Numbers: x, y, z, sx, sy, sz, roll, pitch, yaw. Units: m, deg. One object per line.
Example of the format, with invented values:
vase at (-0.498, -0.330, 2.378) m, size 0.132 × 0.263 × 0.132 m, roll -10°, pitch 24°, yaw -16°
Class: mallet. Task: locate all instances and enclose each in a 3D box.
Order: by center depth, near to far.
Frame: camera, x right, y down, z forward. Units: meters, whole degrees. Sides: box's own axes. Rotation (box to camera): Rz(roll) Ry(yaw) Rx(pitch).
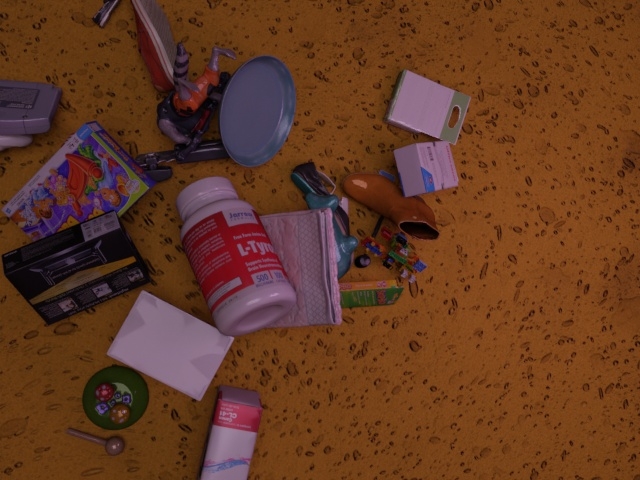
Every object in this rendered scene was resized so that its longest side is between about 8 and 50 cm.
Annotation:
mallet at (0.156, 0.001, 1.963) m, size 0.039 × 0.062 × 0.189 m, roll 27°, pitch 69°, yaw -9°

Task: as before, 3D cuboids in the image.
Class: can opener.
can opener at (-0.399, -0.233, 1.865) m, size 0.284 × 0.076 × 0.095 m, roll -8°, pitch 122°, yaw -10°

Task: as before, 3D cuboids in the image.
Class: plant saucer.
plant saucer at (-0.185, -0.369, 1.814) m, size 0.044 × 0.317 × 0.317 m, roll 21°, pitch 83°, yaw 32°

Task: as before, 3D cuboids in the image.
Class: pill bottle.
pill bottle at (-0.246, 0.037, 1.745) m, size 0.229 × 0.229 × 0.407 m, roll -24°, pitch 69°, yaw -10°

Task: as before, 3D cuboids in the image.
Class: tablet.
tablet at (0.195, -0.173, 1.986) m, size 0.054 × 0.006 × 0.083 m, roll 25°, pitch 85°, yaw -8°

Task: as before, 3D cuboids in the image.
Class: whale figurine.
whale figurine at (0.000, 0.000, 1.831) m, size 0.216 × 0.141 × 0.272 m, roll 10°, pitch 117°, yaw 21°

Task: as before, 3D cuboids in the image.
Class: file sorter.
file sorter at (-0.412, 0.284, 1.780) m, size 0.278 × 0.173 × 0.192 m, roll 29°, pitch 84°, yaw -7°

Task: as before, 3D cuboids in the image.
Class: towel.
towel at (-0.086, 0.084, 1.802) m, size 0.053 × 0.317 × 0.331 m, roll -4°, pitch 87°, yaw -50°

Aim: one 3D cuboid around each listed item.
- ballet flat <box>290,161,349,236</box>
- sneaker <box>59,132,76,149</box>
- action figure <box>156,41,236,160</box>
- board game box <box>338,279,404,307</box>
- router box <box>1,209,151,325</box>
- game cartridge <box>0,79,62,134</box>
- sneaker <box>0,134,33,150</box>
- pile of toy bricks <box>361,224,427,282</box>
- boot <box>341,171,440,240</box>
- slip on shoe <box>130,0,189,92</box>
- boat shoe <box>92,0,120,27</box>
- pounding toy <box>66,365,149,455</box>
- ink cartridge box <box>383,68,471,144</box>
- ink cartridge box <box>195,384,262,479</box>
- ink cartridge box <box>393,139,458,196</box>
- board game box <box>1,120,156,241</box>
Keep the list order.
ballet flat at (0.025, -0.121, 1.915) m, size 0.096 × 0.095 × 0.280 m, roll -37°, pitch 95°, yaw -23°
sneaker at (-0.629, -0.233, 1.806) m, size 0.221 × 0.087 × 0.128 m, roll 28°, pitch 85°, yaw -9°
action figure at (-0.357, -0.414, 1.764) m, size 0.179 × 0.330 × 0.341 m, roll 30°, pitch 53°, yaw -17°
board game box at (0.112, 0.163, 1.901) m, size 0.260 × 0.124 × 0.039 m, roll 0°, pitch 60°, yaw -9°
router box at (-0.648, 0.077, 1.718) m, size 0.309 × 0.243 × 0.081 m, roll -23°, pitch 51°, yaw -10°
game cartridge at (-0.876, -0.365, 1.727) m, size 0.297 × 0.062 × 0.198 m, roll 3°, pitch 50°, yaw -9°
sneaker at (-0.953, -0.255, 1.756) m, size 0.305 × 0.114 × 0.152 m, roll -4°, pitch 112°, yaw -13°
pile of toy bricks at (0.233, 0.020, 1.925) m, size 0.212 × 0.105 × 0.118 m, roll 34°, pitch 123°, yaw -17°
boot at (0.209, -0.100, 1.877) m, size 0.295 × 0.211 × 0.104 m, roll 17°, pitch 116°, yaw -12°
slip on shoe at (-0.487, -0.579, 1.833) m, size 0.101 × 0.123 × 0.331 m, roll -24°, pitch 86°, yaw 22°
boat shoe at (-0.615, -0.680, 1.845) m, size 0.038 × 0.046 × 0.125 m, roll 33°, pitch 91°, yaw -12°
pounding toy at (-0.590, 0.474, 1.774) m, size 0.183 × 0.110 × 0.236 m, roll 26°, pitch 84°, yaw -8°
ink cartridge box at (0.334, -0.413, 1.995) m, size 0.235 × 0.056 × 0.171 m, roll 20°, pitch 85°, yaw -12°
ink cartridge box at (-0.259, 0.579, 1.770) m, size 0.131 × 0.226 × 0.306 m, roll 15°, pitch 85°, yaw -9°
ink cartridge box at (0.321, -0.218, 1.917) m, size 0.203 × 0.086 × 0.148 m, roll -14°, pitch 91°, yaw -51°
board game box at (-0.656, -0.121, 1.734) m, size 0.347 × 0.078 × 0.233 m, roll -42°, pitch 100°, yaw 12°
